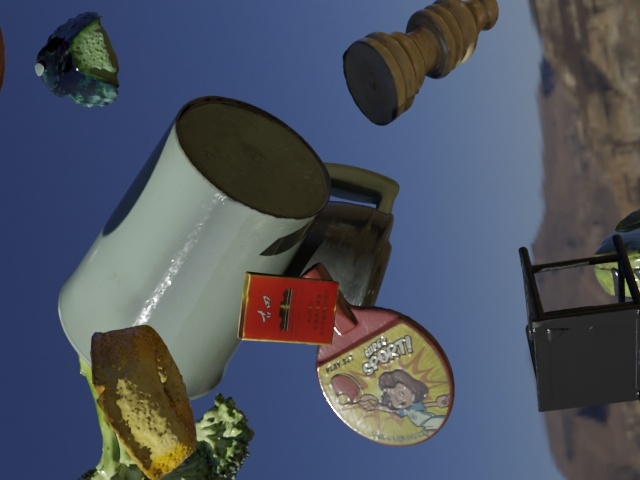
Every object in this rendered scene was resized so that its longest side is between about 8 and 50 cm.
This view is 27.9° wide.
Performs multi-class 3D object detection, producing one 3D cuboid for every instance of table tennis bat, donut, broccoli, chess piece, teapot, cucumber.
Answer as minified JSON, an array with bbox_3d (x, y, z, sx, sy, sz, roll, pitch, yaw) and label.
[{"bbox_3d":[0.072,0.167,1.894,0.310,0.200,0.038,55,-157,-8],"label":"table tennis bat"},{"bbox_3d":[-0.184,0.168,1.394,0.162,0.065,0.178,57,-172,-47],"label":"donut"},{"bbox_3d":[-0.348,0.353,2.268,0.353,0.397,0.275,-51,-6,-9],"label":"broccoli"},{"bbox_3d":[0.179,-0.320,2.067,0.307,0.124,0.139,-38,-78,-31],"label":"chess piece"},{"bbox_3d":[-0.002,-0.001,2.104,0.239,0.239,0.322,89,-160,-78],"label":"teapot"},{"bbox_3d":[-0.294,-0.217,1.561,0.193,0.085,0.115,3,104,66],"label":"cucumber"}]

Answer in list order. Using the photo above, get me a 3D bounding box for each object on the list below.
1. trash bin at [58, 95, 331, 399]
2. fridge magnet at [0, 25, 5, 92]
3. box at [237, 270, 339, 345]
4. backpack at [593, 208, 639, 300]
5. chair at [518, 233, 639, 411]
[{"bbox_3d":[-0.192,0.030,1.867,0.432,0.280,0.280,-55,14,33],"label":"trash bin"},{"bbox_3d":[-0.648,-0.277,1.902,0.155,0.363,0.364,-9,91,65],"label":"fridge magnet"},{"bbox_3d":[-0.042,0.092,1.726,0.023,0.133,0.090,-168,85,-67],"label":"box"},{"bbox_3d":[0.533,0.019,1.951,0.253,0.207,0.140,-26,-76,-38],"label":"backpack"},{"bbox_3d":[0.317,0.131,1.493,0.260,0.141,0.155,-91,-8,-54],"label":"chair"}]
